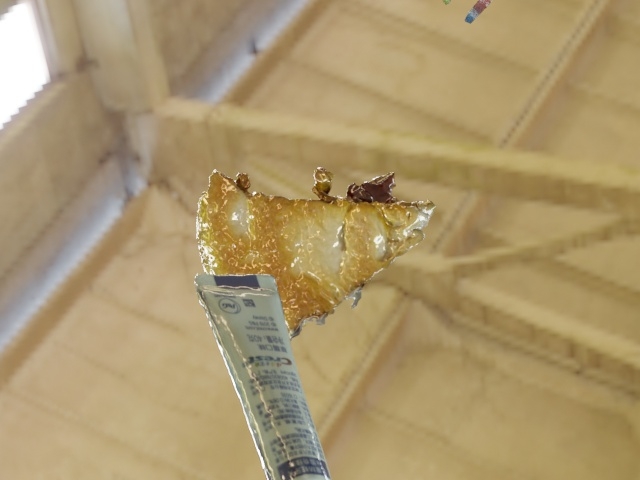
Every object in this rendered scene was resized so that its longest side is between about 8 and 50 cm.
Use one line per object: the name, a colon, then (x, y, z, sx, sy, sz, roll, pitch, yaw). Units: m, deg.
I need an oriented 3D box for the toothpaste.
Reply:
toothpaste: (-0.028, 0.103, 1.119, 0.062, 0.037, 0.216, 5, -134, -31)

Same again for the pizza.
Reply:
pizza: (0.001, 0.001, 1.386, 0.194, 0.154, 0.069, -16, 180, 13)

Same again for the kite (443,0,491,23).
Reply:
kite: (0.172, -0.322, 1.685, 0.152, 0.285, 0.015, 36, -136, -2)
